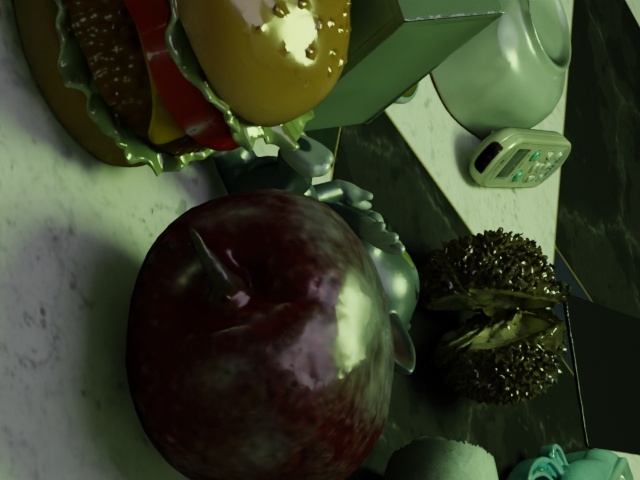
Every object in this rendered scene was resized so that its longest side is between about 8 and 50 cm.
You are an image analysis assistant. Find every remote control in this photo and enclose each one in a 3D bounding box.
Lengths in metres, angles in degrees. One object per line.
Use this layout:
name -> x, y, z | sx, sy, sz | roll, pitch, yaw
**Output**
remote control -> 0.239, -0.101, 2.074 | 0.042, 0.078, 0.221 | 48, 22, 20

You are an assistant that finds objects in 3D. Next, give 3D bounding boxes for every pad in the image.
pad -> 0.394, 0.185, 2.300 | 0.300, 0.005, 0.202 | 16, 64, -59

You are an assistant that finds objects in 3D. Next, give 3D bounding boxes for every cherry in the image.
cherry -> -0.039, 0.088, 1.329 | 0.300, 0.203, 0.230 | 49, 30, -54

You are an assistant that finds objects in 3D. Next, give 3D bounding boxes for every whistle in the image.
whistle -> 0.285, 0.312, 1.952 | 0.274, 0.093, 0.186 | -42, 114, -56

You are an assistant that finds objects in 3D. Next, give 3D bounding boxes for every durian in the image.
durian -> 0.181, 0.078, 1.822 | 0.196, 0.167, 0.196 | 6, 90, -80

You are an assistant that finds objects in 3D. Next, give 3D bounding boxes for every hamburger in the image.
hamburger -> -0.089, -0.194, 1.355 | 0.274, 0.212, 0.274 | 34, 49, -51

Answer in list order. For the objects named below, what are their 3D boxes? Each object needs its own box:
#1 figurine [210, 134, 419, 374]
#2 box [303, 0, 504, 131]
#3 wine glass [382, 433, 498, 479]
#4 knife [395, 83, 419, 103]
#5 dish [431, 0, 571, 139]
figurine -> -0.005, 0.001, 1.502 | 0.265, 0.193, 0.140 | 33, 85, -25
box -> 0.025, -0.243, 1.515 | 0.117, 0.225, 0.225 | -10, 74, -34
wine glass -> 0.107, 0.309, 1.582 | 0.126, 0.126, 0.241 | 42, 44, -47
knife -> 0.035, -0.200, 1.766 | 0.343, 0.027, 0.061 | 26, 56, -61
dish -> 0.221, -0.249, 2.063 | 0.256, 0.117, 0.256 | 34, 49, -51
